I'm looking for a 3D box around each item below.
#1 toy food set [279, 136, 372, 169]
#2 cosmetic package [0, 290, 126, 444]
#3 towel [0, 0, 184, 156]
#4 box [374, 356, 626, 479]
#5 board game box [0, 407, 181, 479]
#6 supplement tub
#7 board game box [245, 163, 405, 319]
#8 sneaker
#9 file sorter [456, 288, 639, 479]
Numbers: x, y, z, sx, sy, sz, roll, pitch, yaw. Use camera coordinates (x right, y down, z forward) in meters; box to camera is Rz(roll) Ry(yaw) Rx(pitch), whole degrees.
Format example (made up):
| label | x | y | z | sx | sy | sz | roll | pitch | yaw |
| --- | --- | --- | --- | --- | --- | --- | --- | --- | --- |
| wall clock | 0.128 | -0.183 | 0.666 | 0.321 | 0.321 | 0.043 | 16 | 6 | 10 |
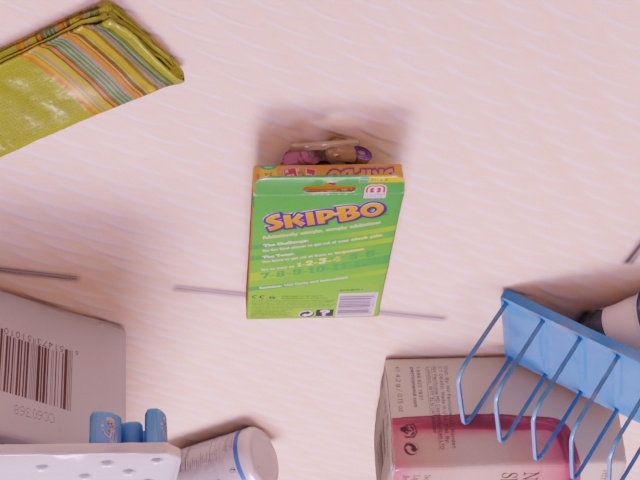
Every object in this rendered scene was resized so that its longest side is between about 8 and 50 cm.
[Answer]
| label | x | y | z | sx | sy | sz | roll | pitch | yaw |
| --- | --- | --- | --- | --- | --- | --- | --- | --- | --- |
| toy food set | 0.005 | -0.059 | 1.502 | 0.078 | 0.019 | 0.122 | -4 | 154 | 1 |
| cosmetic package | -0.373 | 0.202 | 1.738 | 0.217 | 0.156 | 0.385 | 22 | 140 | -33 |
| towel | -0.228 | -0.109 | 1.399 | 0.237 | 0.021 | 0.102 | -21 | 142 | 24 |
| box | 0.176 | 0.205 | 1.817 | 0.232 | 0.127 | 0.149 | -1 | 146 | -4 |
| board game box | -0.341 | 0.258 | 1.633 | 0.390 | 0.050 | 0.390 | 0 | 148 | -12 |
| supplement tub | -0.105 | 0.242 | 1.896 | 0.107 | 0.071 | 0.071 | -21 | 143 | 23 |
| board game box | 0.000 | 0.000 | 1.554 | 0.124 | 0.039 | 0.259 | -1 | 155 | -5 |
| sneaker | 0.336 | 0.129 | 1.767 | 0.091 | 0.094 | 0.258 | -10 | 138 | 26 |
| file sorter | 0.224 | 0.148 | 1.685 | 0.170 | 0.104 | 0.118 | 25 | 155 | 23 |
